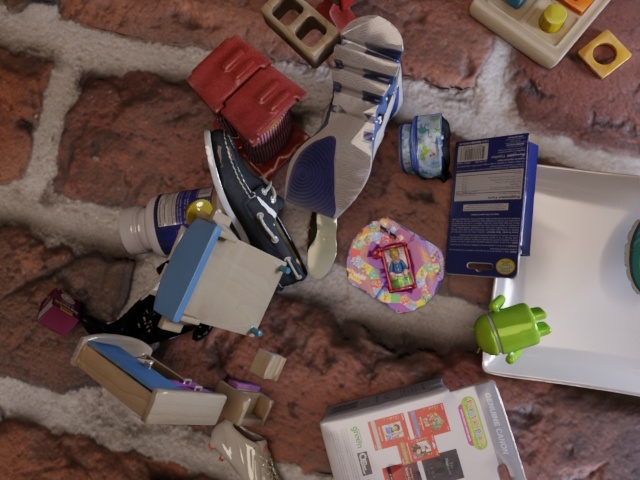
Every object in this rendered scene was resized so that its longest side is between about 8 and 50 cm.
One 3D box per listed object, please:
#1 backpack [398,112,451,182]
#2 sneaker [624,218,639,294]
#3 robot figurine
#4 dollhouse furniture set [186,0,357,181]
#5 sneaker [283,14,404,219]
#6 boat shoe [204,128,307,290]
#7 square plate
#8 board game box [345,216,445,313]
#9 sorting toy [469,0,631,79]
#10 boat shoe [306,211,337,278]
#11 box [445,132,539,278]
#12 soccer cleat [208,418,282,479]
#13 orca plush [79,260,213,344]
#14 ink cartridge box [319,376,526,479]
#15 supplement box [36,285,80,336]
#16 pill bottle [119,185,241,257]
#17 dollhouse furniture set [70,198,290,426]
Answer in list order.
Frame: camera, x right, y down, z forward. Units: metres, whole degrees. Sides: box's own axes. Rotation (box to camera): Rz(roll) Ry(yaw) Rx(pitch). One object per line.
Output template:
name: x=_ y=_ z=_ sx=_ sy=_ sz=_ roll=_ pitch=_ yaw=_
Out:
backpack: x=0.170 y=-0.152 z=0.962 sx=0.084 sy=0.114 sz=0.104 roll=-2 pitch=86 yaw=13
sneaker: x=0.539 y=-0.036 z=0.857 sx=0.107 sy=0.110 sz=0.275 roll=28 pitch=89 yaw=9
robot figurine: x=0.287 y=0.136 z=0.899 sx=0.115 sy=0.067 sz=0.101 roll=-19 pitch=96 yaw=9
dollhouse furniture set: x=-0.021 y=-0.296 z=0.967 sx=0.152 sy=0.201 sz=0.374 roll=44 pitch=85 yaw=9
sneaker: x=0.065 y=-0.190 z=0.964 sx=0.128 sy=0.182 sz=0.315 roll=25 pitch=106 yaw=13
boat shoe: x=-0.100 y=-0.049 z=0.944 sx=0.091 sy=0.114 sz=0.302 roll=-16 pitch=126 yaw=4
square plate: x=0.449 y=0.063 z=0.941 sx=0.344 sy=0.049 sz=0.347 roll=7 pitch=86 yaw=9
board game box: x=0.124 y=0.042 z=0.993 sx=0.169 sy=0.033 sz=0.133 roll=32 pitch=90 yaw=9
sorting toy: x=0.382 y=-0.417 z=0.992 sx=0.348 sy=0.047 sz=0.196 roll=39 pitch=91 yaw=9
boat shoe: x=0.002 y=0.000 z=1.011 sx=0.049 sy=0.042 sz=0.132 roll=8 pitch=86 yaw=-12
box: x=0.271 y=-0.052 z=0.944 sx=0.136 sy=0.037 sz=0.225 roll=2 pitch=83 yaw=48
soccer cleat: x=-0.103 y=0.375 z=0.980 sx=0.076 sy=0.068 sz=0.196 roll=-45 pitch=78 yaw=-1
orca plush: x=-0.282 y=0.109 z=1.006 sx=0.288 sy=0.102 sz=0.151 roll=-11 pitch=84 yaw=7
ink cartridge box: x=0.172 y=0.386 z=0.908 sx=0.272 sy=0.130 sz=0.309 roll=-15 pitch=83 yaw=4
supplement box: x=-0.456 y=0.123 z=1.031 sx=0.043 sy=0.083 sz=0.055 roll=-48 pitch=118 yaw=2
pill bottle: x=-0.237 y=-0.028 z=1.008 sx=0.187 sy=0.112 sz=0.111 roll=-8 pitch=84 yaw=8
dollhouse furniture set: x=-0.181 y=0.104 z=0.923 sx=0.198 sy=0.286 sz=0.303 roll=21 pitch=87 yaw=36
